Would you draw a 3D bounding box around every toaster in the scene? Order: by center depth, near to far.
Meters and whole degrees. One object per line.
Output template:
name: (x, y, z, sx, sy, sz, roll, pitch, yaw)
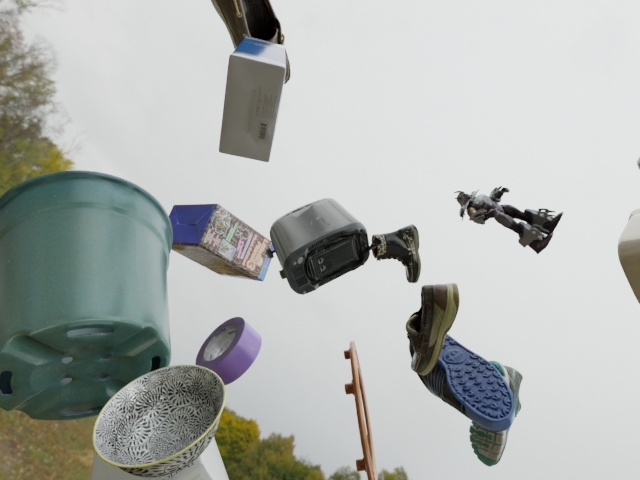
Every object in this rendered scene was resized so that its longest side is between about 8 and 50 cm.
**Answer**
toaster: (0.000, 0.000, 0.872, 0.146, 0.227, 0.129, 52, -17, 44)

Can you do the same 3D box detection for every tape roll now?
tape roll: (-0.270, 0.323, 1.206, 0.189, 0.189, 0.080, -3, -47, 52)

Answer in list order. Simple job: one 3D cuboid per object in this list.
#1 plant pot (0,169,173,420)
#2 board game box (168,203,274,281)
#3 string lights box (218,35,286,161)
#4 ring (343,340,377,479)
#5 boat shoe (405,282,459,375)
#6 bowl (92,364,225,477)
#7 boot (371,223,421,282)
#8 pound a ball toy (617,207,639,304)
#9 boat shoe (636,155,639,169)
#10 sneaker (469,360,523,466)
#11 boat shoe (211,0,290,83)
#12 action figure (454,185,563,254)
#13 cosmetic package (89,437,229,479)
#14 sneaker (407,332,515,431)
plant pot: (-0.423, 0.103, 0.740, 0.334, 0.341, 0.341, -122, -162, -44)
board game box: (-0.337, 0.009, 1.360, 0.232, 0.141, 0.291, 3, -24, 38)
string lights box: (-0.103, -0.238, 0.658, 0.076, 0.260, 0.133, 9, -61, -11)
ring: (0.088, 0.395, 0.913, 0.032, 0.337, 0.337, -11, -53, 5)
boat shoe: (0.132, 0.111, 0.519, 0.049, 0.056, 0.152, 11, -57, 5)
bowl: (-0.209, 0.259, 0.563, 0.170, 0.170, 0.080, 18, -56, 39)
boot: (0.287, 0.064, 1.565, 0.085, 0.178, 0.237, -137, -141, -67)
pound a ball toy: (0.558, -0.021, 0.541, 0.319, 0.208, 0.136, -15, -72, 56)
boat shoe: (0.704, -0.095, 0.774, 0.227, 0.079, 0.081, 20, -74, 0)
sneaker: (0.295, 0.282, 0.666, 0.065, 0.076, 0.167, 10, -91, 62)
boat shoe: (-0.140, -0.476, 0.938, 0.096, 0.117, 0.324, 31, -14, 31)
action figure: (0.514, -0.081, 1.163, 0.285, 0.185, 0.099, 28, -37, 20)
cosmetic package: (-0.289, 0.422, 0.748, 0.365, 0.197, 0.155, 5, -57, 65)
sneaker: (0.215, 0.221, 0.642, 0.232, 0.081, 0.091, -129, -158, -65)
